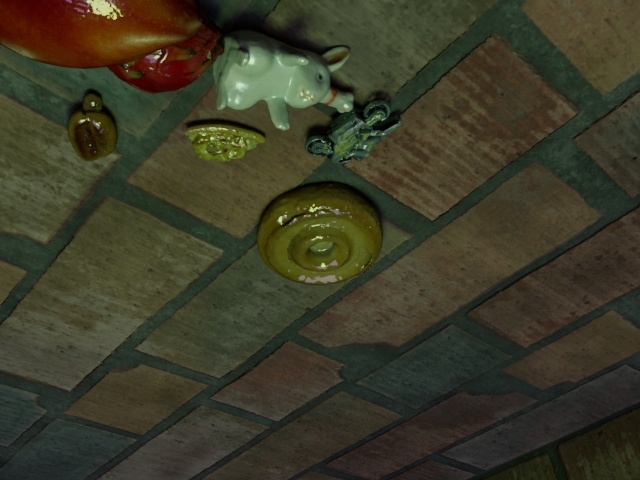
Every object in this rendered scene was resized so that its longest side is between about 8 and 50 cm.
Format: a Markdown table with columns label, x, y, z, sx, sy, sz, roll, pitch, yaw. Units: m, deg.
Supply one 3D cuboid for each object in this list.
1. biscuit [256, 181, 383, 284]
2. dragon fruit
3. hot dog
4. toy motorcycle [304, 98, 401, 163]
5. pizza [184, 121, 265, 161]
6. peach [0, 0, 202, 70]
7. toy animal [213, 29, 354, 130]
| label | x | y | z | sx | sy | sz | roll | pitch | yaw |
| --- | --- | --- | --- | --- | --- | --- | --- | --- | --- |
| biscuit | 0.000 | 0.000 | 1.491 | 0.296 | 0.102 | 0.296 | -1 | 137 | -1 |
| dragon fruit | -0.266 | -0.325 | 1.045 | 0.210 | 0.172 | 0.172 | 12 | 137 | 2 |
| hot dog | -0.437 | -0.214 | 1.236 | 0.090 | 0.060 | 0.140 | -7 | 145 | -5 |
| toy motorcycle | 0.070 | -0.207 | 1.297 | 0.193 | 0.061 | 0.124 | -27 | 143 | 19 |
| pizza | -0.194 | -0.194 | 1.298 | 0.160 | 0.035 | 0.099 | 7 | 137 | -14 |
| peach | -0.344 | -0.362 | 0.869 | 0.362 | 0.201 | 0.257 | 24 | 98 | 12 |
| toy animal | -0.047 | -0.283 | 1.141 | 0.283 | 0.138 | 0.140 | 11 | 131 | -19 |
